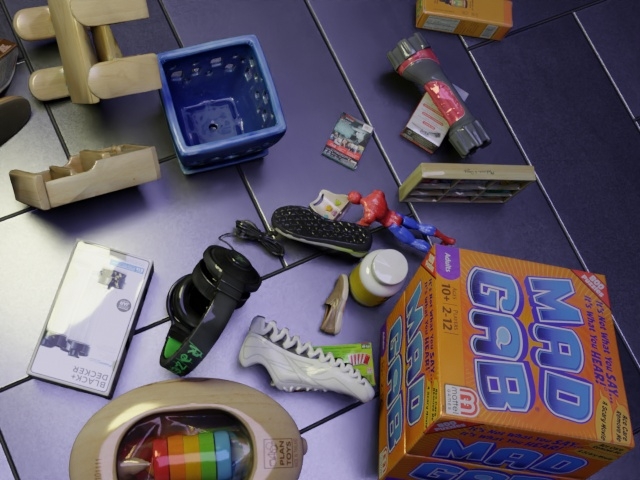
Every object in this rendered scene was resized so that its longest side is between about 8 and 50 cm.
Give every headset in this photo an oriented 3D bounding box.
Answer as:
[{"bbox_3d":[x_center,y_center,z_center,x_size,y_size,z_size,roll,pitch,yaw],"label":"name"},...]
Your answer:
[{"bbox_3d":[-0.194,0.110,1.645,0.185,0.243,0.394,32,47,-17],"label":"headset"}]

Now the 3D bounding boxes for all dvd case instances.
[{"bbox_3d":[0.066,-0.234,1.897,0.087,0.013,0.119,26,72,-4],"label":"dvd case"}]

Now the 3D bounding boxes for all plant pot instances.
[{"bbox_3d":[-0.225,-0.276,1.743,0.236,0.212,0.235,-15,79,-15],"label":"plant pot"}]

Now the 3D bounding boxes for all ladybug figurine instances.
[{"bbox_3d":[-0.250,0.423,1.568,0.450,0.162,0.304,1,75,-11],"label":"ladybug figurine"}]

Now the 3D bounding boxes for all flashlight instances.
[{"bbox_3d":[0.274,-0.332,1.868,0.103,0.103,0.304,-32,82,9],"label":"flashlight"}]

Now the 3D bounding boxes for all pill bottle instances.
[{"bbox_3d":[0.126,0.078,1.731,0.103,0.184,0.103,3,74,-10],"label":"pill bottle"}]

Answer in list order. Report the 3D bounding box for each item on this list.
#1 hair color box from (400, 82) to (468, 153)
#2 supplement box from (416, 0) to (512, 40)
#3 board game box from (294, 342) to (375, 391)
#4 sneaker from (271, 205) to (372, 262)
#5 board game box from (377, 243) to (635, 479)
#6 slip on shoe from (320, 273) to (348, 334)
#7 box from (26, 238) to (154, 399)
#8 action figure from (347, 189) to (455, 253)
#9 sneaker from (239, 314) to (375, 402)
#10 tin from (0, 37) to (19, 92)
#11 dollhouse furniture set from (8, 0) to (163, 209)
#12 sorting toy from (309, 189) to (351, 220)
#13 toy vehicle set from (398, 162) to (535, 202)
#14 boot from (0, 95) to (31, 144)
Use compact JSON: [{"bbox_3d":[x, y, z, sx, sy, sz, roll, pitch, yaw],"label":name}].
[{"bbox_3d":[0.274,-0.303,1.939,0.093,0.053,0.167,32,69,-1],"label":"hair color box"},{"bbox_3d":[0.358,-0.566,2.018,0.234,0.080,0.078,8,73,-11],"label":"supplement box"},{"bbox_3d":[0.021,0.272,1.729,0.182,0.043,0.092,-2,74,-12],"label":"board game box"},{"bbox_3d":[0.000,0.000,1.772,0.235,0.097,0.084,18,54,0],"label":"sneaker"},{"bbox_3d":[0.334,0.274,1.582,0.357,0.356,0.356,10,54,-9],"label":"board game box"},{"bbox_3d":[0.030,0.137,1.768,0.041,0.051,0.135,13,80,-11],"label":"slip on shoe"},{"bbox_3d":[-0.459,0.160,1.637,0.169,0.087,0.289,18,72,-6],"label":"box"},{"bbox_3d":[0.155,-0.030,1.828,0.280,0.139,0.091,32,66,-25],"label":"action figure"},{"bbox_3d":[-0.030,0.266,1.649,0.292,0.110,0.118,27,78,5],"label":"sneaker"},{"bbox_3d":[-0.679,-0.358,1.696,0.040,0.189,0.106,21,115,-12],"label":"tin"},{"bbox_3d":[-0.503,-0.288,1.599,0.257,0.362,0.393,-20,109,-33],"label":"dollhouse furniture set"},{"bbox_3d":[0.018,-0.077,1.830,0.075,0.045,0.083,38,71,8],"label":"sorting toy"},{"bbox_3d":[0.330,-0.128,1.841,0.267,0.166,0.035,0,74,-11],"label":"toy vehicle set"},{"bbox_3d":[-0.757,-0.232,1.683,0.305,0.112,0.115,-36,61,-24],"label":"boot"}]
